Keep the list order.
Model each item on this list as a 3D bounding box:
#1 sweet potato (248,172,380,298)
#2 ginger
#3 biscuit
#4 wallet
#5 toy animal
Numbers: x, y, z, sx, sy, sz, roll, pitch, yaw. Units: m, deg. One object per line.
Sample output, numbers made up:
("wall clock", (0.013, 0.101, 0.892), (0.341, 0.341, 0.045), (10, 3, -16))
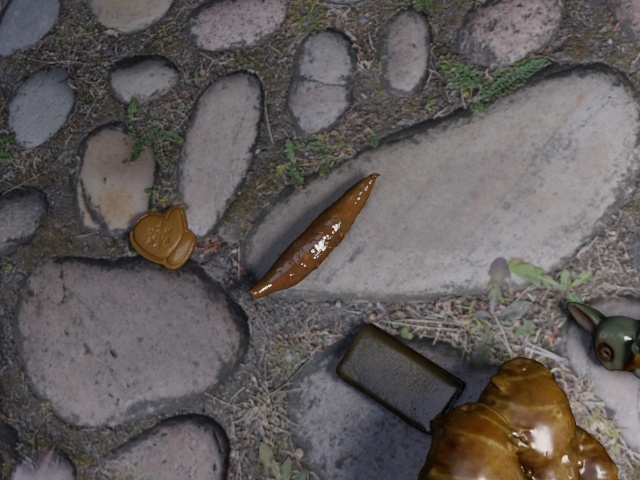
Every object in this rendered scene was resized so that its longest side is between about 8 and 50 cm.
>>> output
("sweet potato", (0.000, 0.000, 1.779), (0.314, 0.066, 0.072), (-44, 70, -5))
("ginger", (0.276, 0.349, 1.471), (0.357, 0.152, 0.274), (-34, 81, -32))
("biscuit", (-0.293, -0.013, 1.900), (0.140, 0.023, 0.118), (21, 78, 24))
("wallet", (0.130, 0.228, 1.667), (0.198, 0.031, 0.110), (31, 82, 25))
("toy animal", (0.490, 0.163, 1.549), (0.236, 0.138, 0.108), (7, 86, 46))
